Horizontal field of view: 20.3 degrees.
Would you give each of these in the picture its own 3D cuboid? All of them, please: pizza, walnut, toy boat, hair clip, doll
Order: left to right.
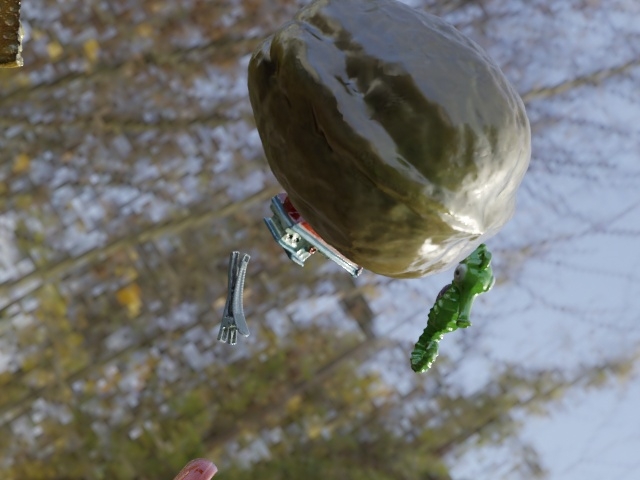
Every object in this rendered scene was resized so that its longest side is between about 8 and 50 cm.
[{"bbox_3d":[-0.427,-0.277,2.326,0.160,0.099,0.036,28,-6,32],"label":"pizza"},{"bbox_3d":[-0.100,0.070,2.211,0.039,0.030,0.115,-6,-106,37],"label":"hair clip"},{"bbox_3d":[0.000,0.000,1.979,0.173,0.059,0.069,30,21,-49],"label":"toy boat"},{"bbox_3d":[0.065,-0.102,1.658,0.283,0.227,0.283,34,22,-16],"label":"walnut"},{"bbox_3d":[0.159,0.082,2.148,0.050,0.115,0.190,26,-57,-7],"label":"doll"}]

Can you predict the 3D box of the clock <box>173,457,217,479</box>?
[{"bbox_3d":[-0.195,0.343,2.129,0.051,0.205,0.205,42,-20,1],"label":"clock"}]
